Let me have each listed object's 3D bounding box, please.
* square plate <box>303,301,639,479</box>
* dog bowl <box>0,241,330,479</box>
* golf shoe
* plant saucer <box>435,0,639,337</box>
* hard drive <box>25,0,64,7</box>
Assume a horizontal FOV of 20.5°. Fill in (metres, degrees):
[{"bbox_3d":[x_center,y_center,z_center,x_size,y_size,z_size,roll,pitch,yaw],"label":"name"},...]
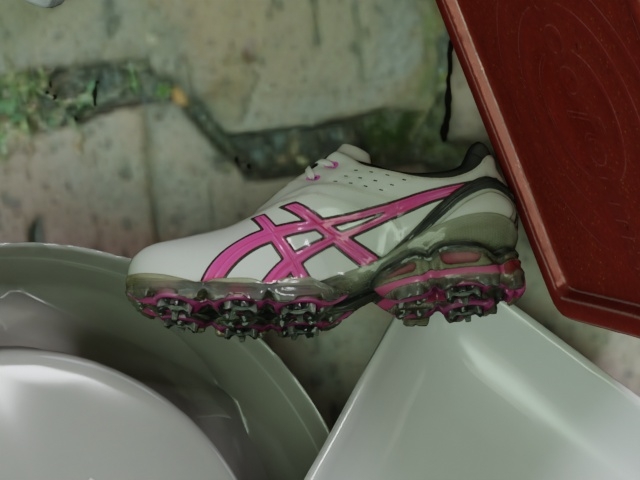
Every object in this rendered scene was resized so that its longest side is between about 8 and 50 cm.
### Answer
[{"bbox_3d":[0.104,0.241,0.844,0.344,0.049,0.347,35,68,-7],"label":"square plate"},{"bbox_3d":[-0.150,0.179,0.840,0.349,0.102,0.348,5,79,-24],"label":"dog bowl"},{"bbox_3d":[0.000,0.000,0.835,0.186,0.067,0.086,-6,71,-2],"label":"golf shoe"},{"bbox_3d":[0.124,-0.057,0.749,0.048,0.259,0.258,-25,101,-14],"label":"plant saucer"},{"bbox_3d":[-0.160,-0.292,0.839,0.203,0.040,0.307,25,106,1],"label":"hard drive"}]
